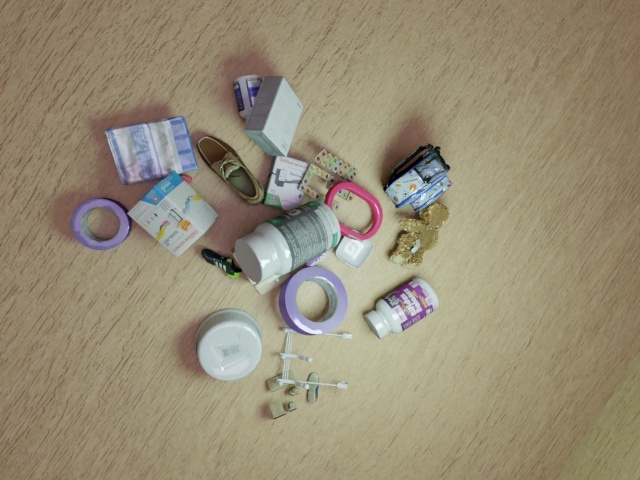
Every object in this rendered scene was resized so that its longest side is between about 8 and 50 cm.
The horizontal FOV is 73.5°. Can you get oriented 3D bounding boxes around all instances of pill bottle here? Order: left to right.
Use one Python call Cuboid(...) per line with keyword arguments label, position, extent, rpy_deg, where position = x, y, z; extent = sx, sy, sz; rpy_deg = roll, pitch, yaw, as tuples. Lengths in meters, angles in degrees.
Cuboid(label="pill bottle", position=(-0.261, -0.523, 1.633), extent=(0.112, 0.112, 0.186), rpy_deg=(-12, 101, -13))
Cuboid(label="pill bottle", position=(-0.118, 0.003, 1.582), extent=(0.361, 0.204, 0.204), rpy_deg=(-28, 105, -34))
Cuboid(label="pill bottle", position=(0.351, 0.301, 1.878), extent=(0.302, 0.169, 0.169), rpy_deg=(-31, 104, -9))

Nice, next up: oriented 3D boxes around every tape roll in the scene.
Cuboid(label="tape roll", position=(-0.799, -0.062, 1.574), extent=(0.189, 0.080, 0.188), rpy_deg=(-2, 98, -15))
Cuboid(label="tape roll", position=(-0.029, 0.248, 1.759), extent=(0.275, 0.090, 0.274), rpy_deg=(7, 72, -23))

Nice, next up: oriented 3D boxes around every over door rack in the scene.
Cuboid(label="over door rack", position=(-0.014, 0.501, 1.819), extent=(0.325, 0.108, 0.239), rpy_deg=(8, 83, -16))

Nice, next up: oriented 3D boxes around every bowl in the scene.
Cuboid(label="bowl", position=(0.141, 0.035, 1.846), extent=(0.142, 0.053, 0.142), rpy_deg=(34, 88, -17))

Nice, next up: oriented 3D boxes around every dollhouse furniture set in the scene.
Cuboid(label="dollhouse furniture set", position=(-0.162, 0.674, 1.870), extent=(0.144, 0.123, 0.151), rpy_deg=(-20, 67, -11))

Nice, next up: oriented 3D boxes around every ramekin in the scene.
Cuboid(label="ramekin", position=(-0.366, 0.425, 1.726), extent=(0.278, 0.135, 0.276), rpy_deg=(-2, 99, -14))

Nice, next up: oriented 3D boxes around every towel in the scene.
Cuboid(label="towel", position=(-0.611, -0.329, 1.560), extent=(0.285, 0.034, 0.209), rpy_deg=(-13, 103, -9))

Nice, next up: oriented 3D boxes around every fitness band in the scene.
Cuboid(label="fitness band", position=(0.136, -0.116, 1.762), extent=(0.291, 0.054, 0.208), rpy_deg=(28, 74, -29))

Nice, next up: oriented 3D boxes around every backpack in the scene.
Cuboid(label="backpack", position=(0.398, -0.238, 1.774), extent=(0.264, 0.276, 0.213), rpy_deg=(-30, 85, 7))

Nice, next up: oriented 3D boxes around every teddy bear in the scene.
Cuboid(label="teddy bear", position=(0.426, -0.022, 1.873), extent=(0.245, 0.113, 0.337), rpy_deg=(6, 113, -21))

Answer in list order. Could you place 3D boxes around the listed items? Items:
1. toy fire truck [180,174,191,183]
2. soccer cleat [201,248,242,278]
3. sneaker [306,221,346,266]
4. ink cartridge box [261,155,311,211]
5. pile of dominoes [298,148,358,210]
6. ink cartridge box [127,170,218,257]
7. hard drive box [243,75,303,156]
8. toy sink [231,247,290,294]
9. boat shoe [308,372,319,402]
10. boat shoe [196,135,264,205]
Cuboid(label="toy fire truck", position=(-0.577, -0.293, 1.616), extent=(0.192, 0.047, 0.135), rpy_deg=(10, 97, -15))
Cuboid(label="soccer cleat", position=(-0.389, 0.083, 1.702), extent=(0.179, 0.060, 0.072), rpy_deg=(40, 128, -20))
Cuboid(label="sneaker", position=(0.000, 0.000, 1.790), extent=(0.105, 0.095, 0.236), rpy_deg=(38, 81, -11))
Cuboid(label="ink cartridge box", position=(-0.136, -0.227, 1.719), extent=(0.153, 0.087, 0.208), rpy_deg=(14, 94, -16))
Cuboid(label="pile of dominoes", position=(0.049, -0.242, 1.741), extent=(0.251, 0.040, 0.195), rpy_deg=(25, 90, -40))
Cuboid(label="ink cartridge box", position=(-0.529, -0.095, 1.565), extent=(0.171, 0.168, 0.232), rpy_deg=(-37, 107, 22))
Cuboid(label="hard drive box", position=(-0.168, -0.458, 1.599), extent=(0.181, 0.089, 0.232), rpy_deg=(42, 63, -59))
Cuboid(label="toy sink", position=(-0.230, 0.102, 1.718), extent=(0.153, 0.131, 0.234), rpy_deg=(-32, 104, -8))
Cuboid(label="boat shoe", position=(-0.025, 0.647, 1.895), extent=(0.043, 0.049, 0.136), rpy_deg=(-3, 98, -57))
Cuboid(label="boat shoe", position=(-0.335, -0.272, 1.626), extent=(0.324, 0.120, 0.122), rpy_deg=(45, 87, -4))
